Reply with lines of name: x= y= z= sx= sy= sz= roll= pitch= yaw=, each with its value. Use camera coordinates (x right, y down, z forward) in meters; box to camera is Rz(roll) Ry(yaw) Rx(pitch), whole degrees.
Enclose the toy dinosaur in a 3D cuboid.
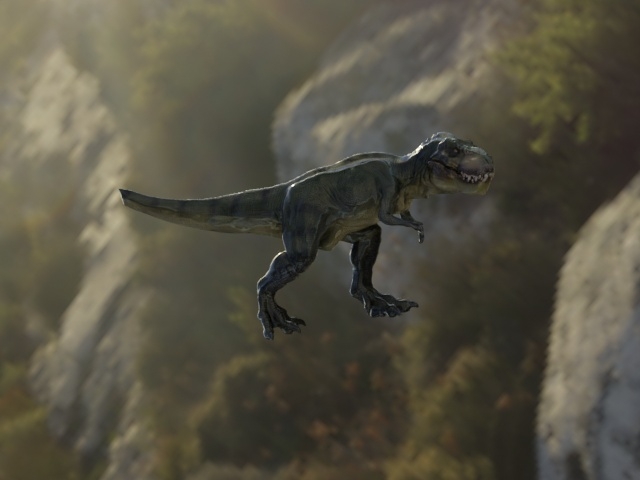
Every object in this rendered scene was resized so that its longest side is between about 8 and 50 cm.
toy dinosaur: x=0.000 y=0.000 z=1.258 sx=0.268 sy=0.118 sz=0.064 roll=-9 pitch=6 yaw=19
